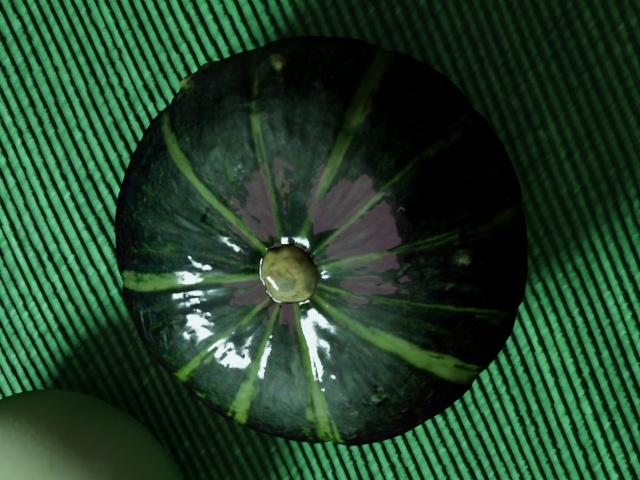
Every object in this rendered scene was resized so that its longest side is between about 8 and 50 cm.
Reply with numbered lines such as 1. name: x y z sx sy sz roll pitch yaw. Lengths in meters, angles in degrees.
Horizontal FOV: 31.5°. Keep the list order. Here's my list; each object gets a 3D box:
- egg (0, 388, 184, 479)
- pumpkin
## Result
1. egg: -0.210 0.235 0.978 0.242 0.186 0.186 39 102 -11
2. pumpkin: 0.000 0.000 0.885 0.323 0.241 0.323 1 99 3
